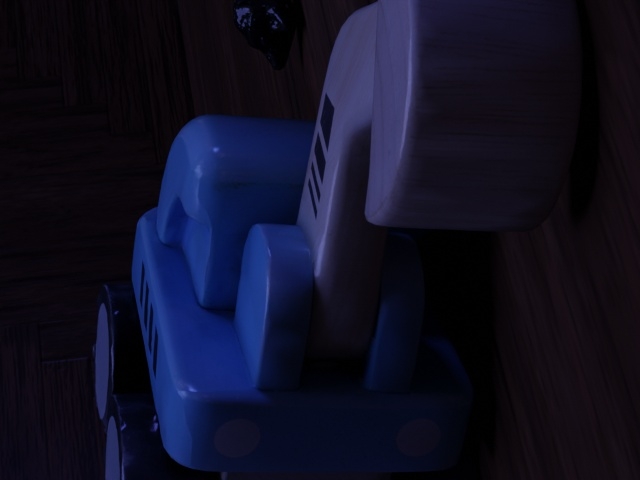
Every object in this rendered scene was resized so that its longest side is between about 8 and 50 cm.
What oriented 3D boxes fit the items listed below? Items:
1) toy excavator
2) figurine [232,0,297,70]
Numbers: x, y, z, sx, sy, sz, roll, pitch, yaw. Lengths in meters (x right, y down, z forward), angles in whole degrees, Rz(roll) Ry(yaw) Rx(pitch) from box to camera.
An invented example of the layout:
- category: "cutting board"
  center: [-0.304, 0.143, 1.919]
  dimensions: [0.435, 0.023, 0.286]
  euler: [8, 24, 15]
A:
- category: "toy excavator"
  center: [0.000, 0.000, 0.936]
  dimensions: [0.433, 0.222, 0.445]
  euler: [-113, 27, -61]
- category: "figurine"
  center: [-0.060, -0.300, 1.543]
  dimensions: [0.215, 0.092, 0.209]
  euler: [101, 154, -62]
